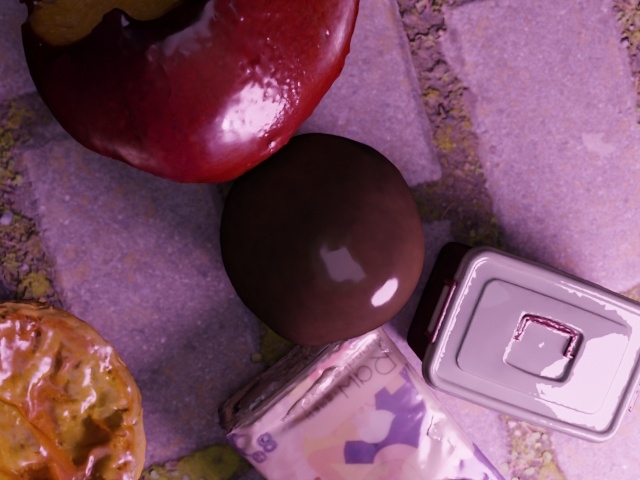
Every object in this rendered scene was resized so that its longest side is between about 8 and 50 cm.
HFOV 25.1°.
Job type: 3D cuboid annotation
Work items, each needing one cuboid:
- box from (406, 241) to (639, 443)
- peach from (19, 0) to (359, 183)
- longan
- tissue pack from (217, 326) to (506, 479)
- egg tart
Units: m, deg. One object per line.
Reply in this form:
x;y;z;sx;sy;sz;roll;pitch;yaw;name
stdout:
0.260;0.118;1.836;0.294;0.167;0.193;20;97;-14;box
-0.135;-0.279;1.609;0.353;0.339;0.416;8;100;-51;peach
0.000;0.000;1.715;0.258;0.258;0.258;-2;100;-11;longan
0.060;0.277;1.843;0.242;0.125;0.343;-39;104;-1;tissue pack
-0.370;0.226;1.707;0.341;0.132;0.341;16;61;-32;egg tart
